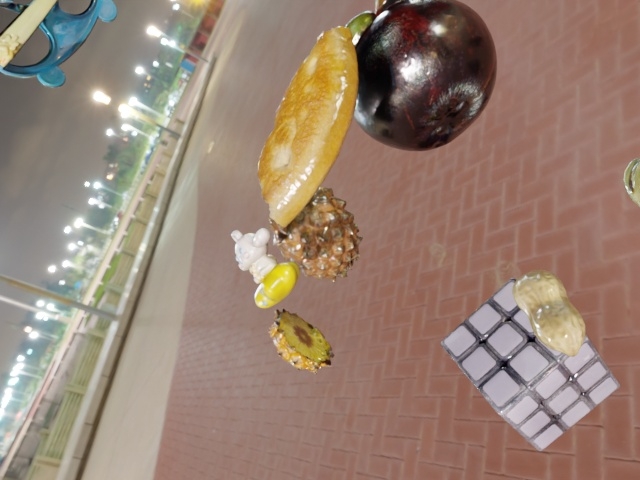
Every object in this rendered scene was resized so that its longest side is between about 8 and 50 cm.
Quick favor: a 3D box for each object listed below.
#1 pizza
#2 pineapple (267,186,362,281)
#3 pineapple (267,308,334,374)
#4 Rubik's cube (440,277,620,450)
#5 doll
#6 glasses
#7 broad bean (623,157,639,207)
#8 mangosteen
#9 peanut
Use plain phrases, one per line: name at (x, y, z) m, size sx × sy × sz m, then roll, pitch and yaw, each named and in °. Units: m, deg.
pizza at (-0.016, -0.148, 0.632) m, size 0.134 × 0.056 × 0.271 m, roll -5°, pitch 68°, yaw 48°
pineapple at (0.000, 0.000, 0.903) m, size 0.166 × 0.193 × 0.166 m, roll -25°, pitch 27°, yaw 14°
pineapple at (-0.060, 0.281, 1.331) m, size 0.076 × 0.224 × 0.225 m, roll -51°, pitch 25°, yaw 16°
Rubik's cube at (0.590, 0.350, 1.400) m, size 0.304 × 0.305 × 0.301 m, roll -44°, pitch 32°, yaw 7°
doll at (-0.076, 0.026, 0.662) m, size 0.071 × 0.113 × 0.135 m, roll -38°, pitch -28°, yaw -27°
glasses at (-0.317, -0.322, 0.571) m, size 0.207 × 0.102 × 0.239 m, roll 128°, pitch 161°, yaw -52°
broad bean at (0.880, -0.124, 1.262) m, size 0.153 × 0.207 × 0.072 m, roll -42°, pitch -2°, yaw -4°
mangosteen at (0.182, -0.325, 0.943) m, size 0.300 × 0.300 × 0.300 m, roll -48°, pitch 28°, yaw 36°
peanut at (0.528, 0.156, 1.137) m, size 0.123 × 0.123 × 0.257 m, roll -54°, pitch 17°, yaw 26°
